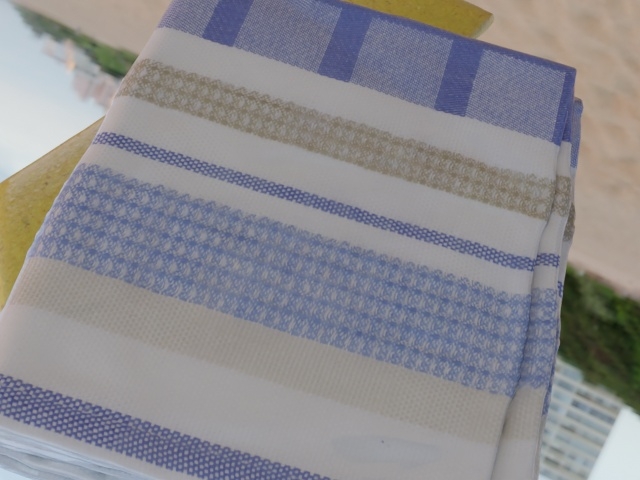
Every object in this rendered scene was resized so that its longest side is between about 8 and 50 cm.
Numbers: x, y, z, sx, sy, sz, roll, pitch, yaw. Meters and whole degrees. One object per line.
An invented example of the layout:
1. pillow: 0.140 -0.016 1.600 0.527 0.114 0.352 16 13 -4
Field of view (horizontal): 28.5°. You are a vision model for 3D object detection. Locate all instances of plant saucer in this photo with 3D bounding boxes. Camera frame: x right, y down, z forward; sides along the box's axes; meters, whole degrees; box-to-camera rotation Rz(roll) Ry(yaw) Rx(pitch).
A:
1. plant saucer: -0.098 -0.055 0.796 0.081 0.332 0.333 56 162 -9

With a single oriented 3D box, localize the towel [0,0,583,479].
1. towel: 0.000 0.000 0.516 0.209 0.034 0.285 17 -131 1
